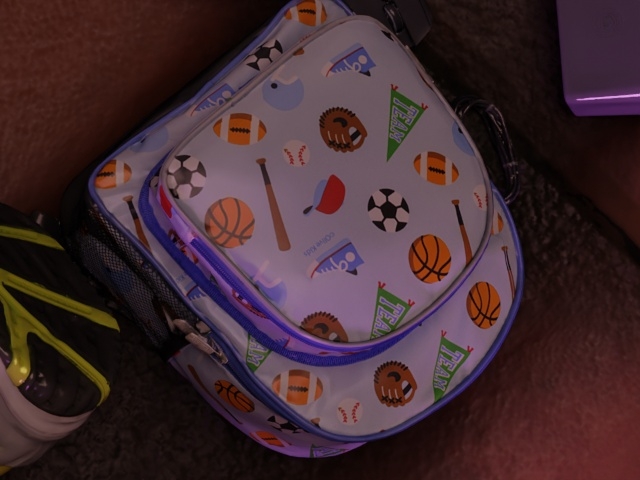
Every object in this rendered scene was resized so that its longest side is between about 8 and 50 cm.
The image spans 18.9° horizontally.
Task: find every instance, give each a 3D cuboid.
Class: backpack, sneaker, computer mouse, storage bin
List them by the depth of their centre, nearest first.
[{"bbox_3d":[-0.287,-0.013,1.196,0.145,0.147,0.384,-8,57,-55],"label":"sneaker"},{"bbox_3d":[0.000,0.000,1.235,0.276,0.213,0.263,-41,99,-17],"label":"backpack"},{"bbox_3d":[0.067,-0.127,1.351,0.071,0.041,0.242,-36,90,-17],"label":"computer mouse"},{"bbox_3d":[0.218,-0.148,1.369,0.091,0.098,0.135,-5,81,15],"label":"storage bin"}]
